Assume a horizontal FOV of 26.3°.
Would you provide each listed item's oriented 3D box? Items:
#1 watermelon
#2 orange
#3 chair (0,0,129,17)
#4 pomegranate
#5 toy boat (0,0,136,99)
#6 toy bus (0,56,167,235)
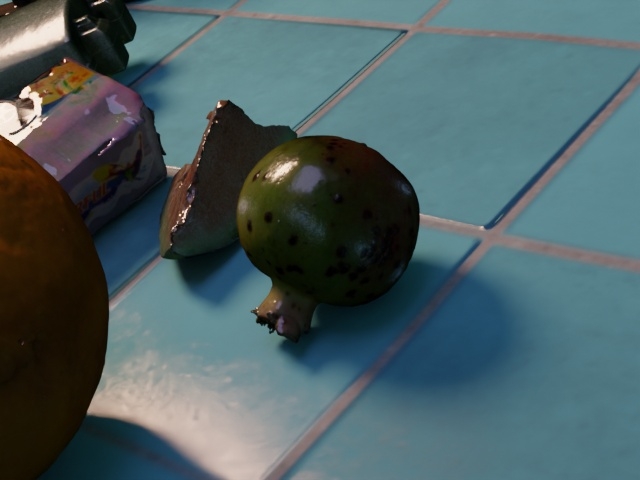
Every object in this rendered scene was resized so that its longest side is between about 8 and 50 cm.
[{"bbox_3d":[-0.090,-0.035,1.040,0.101,0.080,0.155,-14,47,28],"label":"watermelon"},{"bbox_3d":[-0.270,0.050,0.833,0.284,0.226,0.284,13,48,-15],"label":"orange"},{"bbox_3d":[-0.349,-0.374,1.574,0.416,0.203,0.241,-9,38,16],"label":"chair"},{"bbox_3d":[0.005,-0.006,0.901,0.130,0.130,0.130,-15,33,10],"label":"pomegranate"},{"bbox_3d":[-0.333,-0.149,1.331,0.319,0.092,0.141,-21,32,14],"label":"toy boat"},{"bbox_3d":[-0.267,-0.013,1.075,0.138,0.112,0.317,21,52,34],"label":"toy bus"}]
